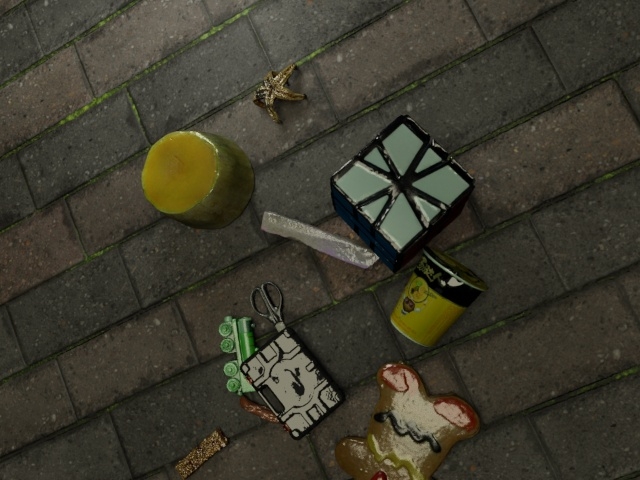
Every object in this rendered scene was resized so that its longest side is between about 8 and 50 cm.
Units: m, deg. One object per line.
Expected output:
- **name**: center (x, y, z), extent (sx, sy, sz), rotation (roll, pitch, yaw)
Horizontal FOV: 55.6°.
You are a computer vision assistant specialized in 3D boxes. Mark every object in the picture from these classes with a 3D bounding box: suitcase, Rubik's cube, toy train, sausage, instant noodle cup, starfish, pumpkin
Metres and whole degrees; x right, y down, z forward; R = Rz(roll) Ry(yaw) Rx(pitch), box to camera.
- **suitcase**: center (-0.084, 0.426, 1.819), extent (0.206, 0.066, 0.285), rotation (-39, 81, -8)
- **Rubik's cube**: center (0.218, -0.120, 1.673), extent (0.293, 0.283, 0.288), rotation (-39, 76, -8)
- **toy train**: center (-0.246, 0.358, 1.900), extent (0.119, 0.085, 0.251), rotation (-9, 86, 9)
- **sausage**: center (-0.186, 0.530, 1.893), extent (0.157, 0.042, 0.036), rotation (21, 130, 17)
- **instant noodle cup**: center (0.318, 0.164, 1.705), extent (0.215, 0.215, 0.236), rotation (36, 105, 15)
- **starfish**: center (-0.122, -0.476, 1.926), extent (0.146, 0.074, 0.190), rotation (37, 94, 20)
- **pumpkin**: center (-0.395, -0.199, 1.918), extent (0.332, 0.199, 0.332), rotation (-1, 86, 12)

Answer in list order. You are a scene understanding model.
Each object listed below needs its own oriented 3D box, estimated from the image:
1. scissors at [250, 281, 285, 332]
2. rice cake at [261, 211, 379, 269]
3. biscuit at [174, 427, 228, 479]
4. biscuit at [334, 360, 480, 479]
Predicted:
- **scissors**: center (-0.123, 0.272, 1.899), extent (0.109, 0.022, 0.300), rotation (-32, 80, 15)
- **rice cake**: center (0.000, -0.001, 1.862), extent (0.399, 0.064, 0.070), rotation (21, 99, 16)
- **biscuit**: center (-0.379, 0.681, 1.935), extent (0.199, 0.034, 0.064), rotation (-42, 77, 8)
- **biscuit**: center (0.257, 0.591, 1.747), extent (0.368, 0.076, 0.394), rotation (30, 94, 16)
